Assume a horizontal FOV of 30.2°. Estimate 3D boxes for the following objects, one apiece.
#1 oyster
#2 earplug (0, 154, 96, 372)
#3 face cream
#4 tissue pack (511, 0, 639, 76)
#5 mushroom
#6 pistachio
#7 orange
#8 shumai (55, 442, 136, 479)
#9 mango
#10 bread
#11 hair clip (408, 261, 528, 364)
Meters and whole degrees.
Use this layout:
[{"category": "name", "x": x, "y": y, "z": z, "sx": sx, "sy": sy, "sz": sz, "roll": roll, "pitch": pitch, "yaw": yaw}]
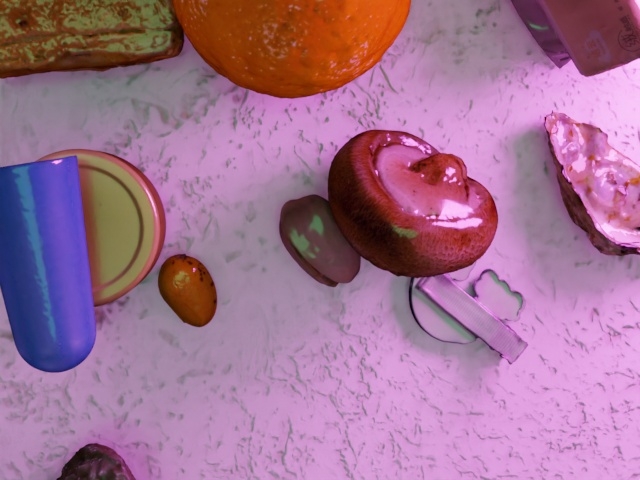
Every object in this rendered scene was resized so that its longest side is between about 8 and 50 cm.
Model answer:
[{"category": "oyster", "x": 0.436, "y": -0.076, "z": 1.785, "sx": 0.166, "sy": 0.094, "sz": 0.294, "roll": -32, "pitch": 84, "yaw": -21}, {"category": "earplug", "x": -0.355, "y": 0.035, "z": 1.519, "sx": 0.133, "sy": 0.132, "sz": 0.272, "roll": -9, "pitch": 97, "yaw": -4}, {"category": "face cream", "x": -0.329, "y": -0.019, "z": 1.668, "sx": 0.218, "sy": 0.179, "sz": 0.218, "roll": 0, "pitch": 92, "yaw": -5}, {"category": "tissue pack", "x": 0.353, "y": -0.398, "z": 1.687, "sx": 0.239, "sy": 0.238, "sz": 0.305, "roll": -34, "pitch": 105, "yaw": -2}, {"category": "mushroom", "x": 0.127, "y": -0.050, "z": 1.680, "sx": 0.253, "sy": 0.253, "sz": 0.153, "roll": 20, "pitch": 128, "yaw": -5}, {"category": "pistachio", "x": 0.000, "y": 0.000, "z": 1.732, "sx": 0.113, "sy": 0.113, "sz": 0.149, "roll": -34, "pitch": 93, "yaw": -2}, {"category": "orange", "x": -0.045, "y": -0.351, "z": 1.610, "sx": 0.341, "sy": 0.340, "sz": 0.293, "roll": 19, "pitch": 122, "yaw": -5}, {"category": "shumai", "x": -0.336, "y": 0.431, "z": 1.685, "sx": 0.218, "sy": 0.189, "sz": 0.255, "roll": -22, "pitch": 89, "yaw": -5}, {"category": "mango", "x": -0.194, "y": 0.074, "z": 1.746, "sx": 0.079, "sy": 0.057, "sz": 0.114, "roll": -25, "pitch": 97, "yaw": -10}, {"category": "bread", "x": -0.341, "y": -0.324, "z": 1.679, "sx": 0.295, "sy": 0.132, "sz": 0.166, "roll": -7, "pitch": 94, "yaw": -5}, {"category": "hair clip", "x": 0.216, "y": 0.096, "z": 1.784, "sx": 0.220, "sy": 0.054, "sz": 0.140, "roll": 40, "pitch": 93, "yaw": -3}]
